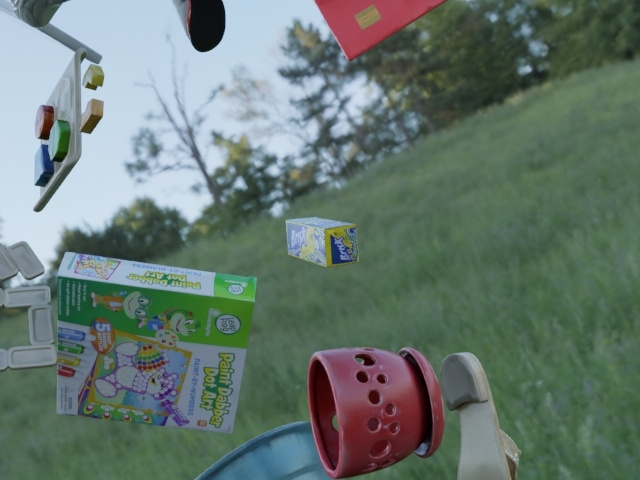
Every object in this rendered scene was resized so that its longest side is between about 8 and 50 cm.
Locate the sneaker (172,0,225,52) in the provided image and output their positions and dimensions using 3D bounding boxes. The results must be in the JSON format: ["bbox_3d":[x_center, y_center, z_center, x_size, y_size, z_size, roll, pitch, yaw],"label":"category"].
[{"bbox_3d":[-0.274,-0.515,1.739,0.090,0.145,0.270,-32,-34,-13],"label":"sneaker"}]

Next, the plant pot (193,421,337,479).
[{"bbox_3d":[-0.054,0.565,1.554,0.341,0.334,0.341,-29,-28,-17],"label":"plant pot"}]

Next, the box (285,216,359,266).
[{"bbox_3d":[0.000,0.000,1.323,0.054,0.059,0.169,-7,8,-20],"label":"box"}]

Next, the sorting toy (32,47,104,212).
[{"bbox_3d":[-0.428,-0.204,1.446,0.041,0.229,0.307,11,-27,-30],"label":"sorting toy"}]

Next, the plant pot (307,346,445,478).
[{"bbox_3d":[0.083,0.250,1.313,0.174,0.191,0.191,-8,-16,-15],"label":"plant pot"}]

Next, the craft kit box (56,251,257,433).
[{"bbox_3d":[-0.221,0.143,1.152,0.247,0.061,0.250,6,-55,-8],"label":"craft kit box"}]

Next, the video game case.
[{"bbox_3d":[-0.570,-0.430,1.716,0.026,0.206,0.227,-62,-18,2],"label":"video game case"}]

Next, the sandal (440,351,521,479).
[{"bbox_3d":[0.216,0.254,1.070,0.079,0.240,0.088,-2,-14,-36],"label":"sandal"}]

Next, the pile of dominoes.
[{"bbox_3d":[-0.471,0.092,1.105,0.251,0.196,0.040,-3,-34,-19],"label":"pile of dominoes"}]

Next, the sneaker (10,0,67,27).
[{"bbox_3d":[-0.388,-0.405,1.349,0.262,0.121,0.099,-42,13,46],"label":"sneaker"}]

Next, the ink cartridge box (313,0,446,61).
[{"bbox_3d":[0.094,-0.422,1.140,0.296,0.261,0.066,-31,-20,7],"label":"ink cartridge box"}]
